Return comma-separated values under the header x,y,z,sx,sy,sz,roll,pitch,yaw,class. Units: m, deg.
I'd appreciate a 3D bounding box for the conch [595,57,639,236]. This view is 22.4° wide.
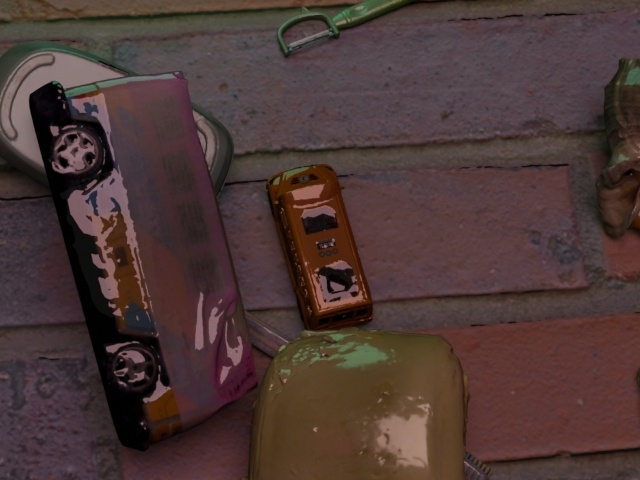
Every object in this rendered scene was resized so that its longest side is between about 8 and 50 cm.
x,y,z,sx,sy,sz,roll,pitch,yaw,class
0.396,-0.111,1.827,0.178,0.163,0.245,26,99,23,conch

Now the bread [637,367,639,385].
x,y,z,sx,sy,sz,roll,pitch,yaw,class
0.388,0.172,1.778,0.070,0.035,0.083,-9,64,-7,bread

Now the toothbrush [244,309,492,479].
x,y,z,sx,sy,sz,roll,pitch,yaw,class
0.026,0.160,1.759,0.375,0.028,0.037,32,26,9,toothbrush

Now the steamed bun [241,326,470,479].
x,y,z,sx,sy,sz,roll,pitch,yaw,class
0.036,0.223,1.645,0.232,0.166,0.273,5,80,5,steamed bun

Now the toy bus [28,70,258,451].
x,y,z,sx,sy,sz,roll,pitch,yaw,class
-0.178,0.015,1.685,0.162,0.171,0.386,-14,90,-12,toy bus

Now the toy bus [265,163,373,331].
x,y,z,sx,sy,sz,roll,pitch,yaw,class
0.000,0.000,1.787,0.083,0.088,0.194,-14,71,-8,toy bus

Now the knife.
x,y,z,sx,sy,sz,roll,pitch,yaw,class
0.043,-0.279,1.937,0.212,0.015,0.054,-23,65,-11,knife

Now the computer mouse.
x,y,z,sx,sy,sz,roll,pitch,yaw,class
-0.244,-0.116,1.811,0.288,0.097,0.159,25,82,-7,computer mouse
